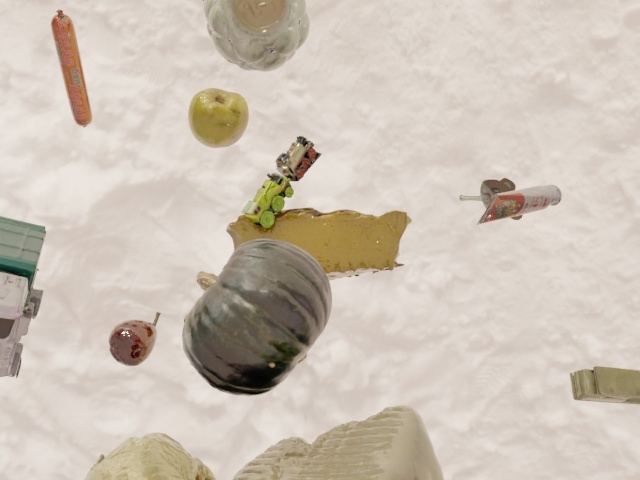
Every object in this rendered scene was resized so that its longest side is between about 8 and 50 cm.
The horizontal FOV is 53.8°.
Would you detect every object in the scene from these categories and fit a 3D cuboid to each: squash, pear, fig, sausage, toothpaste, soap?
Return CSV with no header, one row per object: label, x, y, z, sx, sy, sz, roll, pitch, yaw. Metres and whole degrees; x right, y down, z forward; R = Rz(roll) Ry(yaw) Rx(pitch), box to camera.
squash,-0.084,0.099,0.837,0.218,0.218,0.172,-33,113,25
pear,-0.324,-0.384,1.985,0.200,0.200,0.199,3,124,4
fig,-0.346,0.185,1.219,0.089,0.125,0.088,13,117,27
sausage,-0.616,-0.415,1.572,0.053,0.053,0.347,10,140,0
toothpaste,0.451,-0.087,1.431,0.234,0.057,0.089,-11,139,-31
soap,0.000,0.000,1.490,0.339,0.169,0.305,-13,165,40

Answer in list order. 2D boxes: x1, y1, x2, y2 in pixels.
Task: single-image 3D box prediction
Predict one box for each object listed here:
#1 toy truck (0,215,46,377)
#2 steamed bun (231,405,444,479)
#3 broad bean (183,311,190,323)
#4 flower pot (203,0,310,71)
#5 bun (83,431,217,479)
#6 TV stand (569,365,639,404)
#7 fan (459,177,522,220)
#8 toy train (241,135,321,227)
toy truck,-0.389,0.056,0.750,0.114,0.253,0.123,15,104,-23
steamed bun,0.016,0.392,0.770,0.343,0.368,0.255,-21,101,39
broad bean,-0.196,0.144,1.102,0.083,0.045,0.063,-1,130,-33
flower pot,-0.145,-0.511,1.447,0.246,0.195,0.245,0,93,-8
bun,-0.224,0.381,0.913,0.153,0.244,0.243,-38,120,-17
TV stand,0.440,0.191,0.805,0.250,0.036,0.042,8,153,-13
fan,0.530,-0.133,1.997,0.227,0.008,0.152,7,129,49
toy train,-0.088,-0.141,1.479,0.053,0.249,0.085,13,153,46
